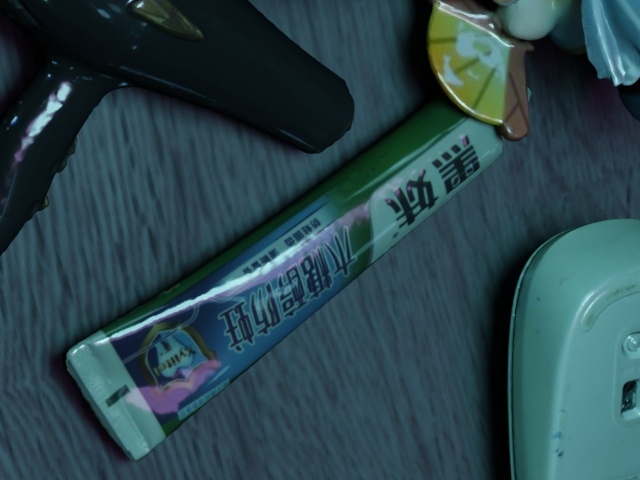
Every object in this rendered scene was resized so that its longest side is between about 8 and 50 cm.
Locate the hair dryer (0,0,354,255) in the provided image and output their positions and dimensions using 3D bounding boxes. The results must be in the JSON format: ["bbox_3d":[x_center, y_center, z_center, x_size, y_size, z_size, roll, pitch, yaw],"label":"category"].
[{"bbox_3d":[-0.161,-0.038,1.113,0.304,0.120,0.359,32,90,-42],"label":"hair dryer"}]

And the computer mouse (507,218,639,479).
[{"bbox_3d":[0.204,0.122,1.312,0.159,0.097,0.288,-12,113,-29],"label":"computer mouse"}]

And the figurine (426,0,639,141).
[{"bbox_3d":[0.137,-0.229,1.147,0.388,0.248,0.276,30,84,-23],"label":"figurine"}]

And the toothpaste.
[{"bbox_3d":[0.000,0.000,1.202,0.392,0.061,0.098,-38,119,-19],"label":"toothpaste"}]
